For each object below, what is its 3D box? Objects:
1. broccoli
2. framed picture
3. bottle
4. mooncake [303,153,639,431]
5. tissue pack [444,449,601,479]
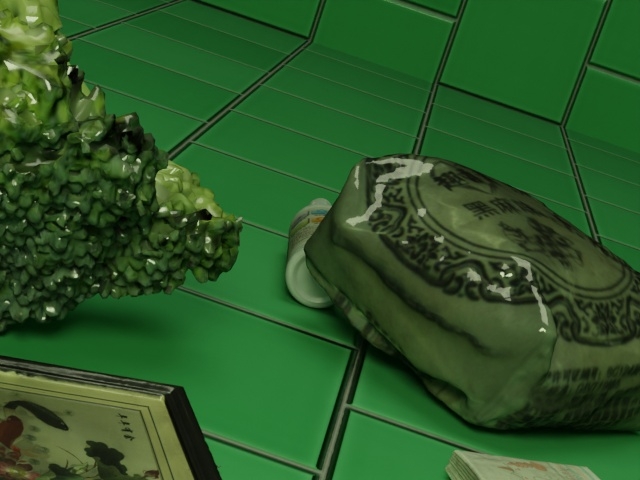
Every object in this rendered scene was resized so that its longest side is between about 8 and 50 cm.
[{"bbox_3d":[-0.263,-0.137,0.945,0.353,0.275,0.397,49,19,-60],"label":"broccoli"},{"bbox_3d":[-0.150,0.110,0.804,0.199,0.010,0.195,13,16,-21],"label":"framed picture"},{"bbox_3d":[0.000,0.000,1.277,0.060,0.060,0.217,17,16,-5],"label":"bottle"},{"bbox_3d":[0.143,0.039,1.117,0.254,0.136,0.250,2,32,-48],"label":"mooncake"},{"bbox_3d":[0.140,0.163,0.937,0.108,0.023,0.056,12,16,-23],"label":"tissue pack"}]
